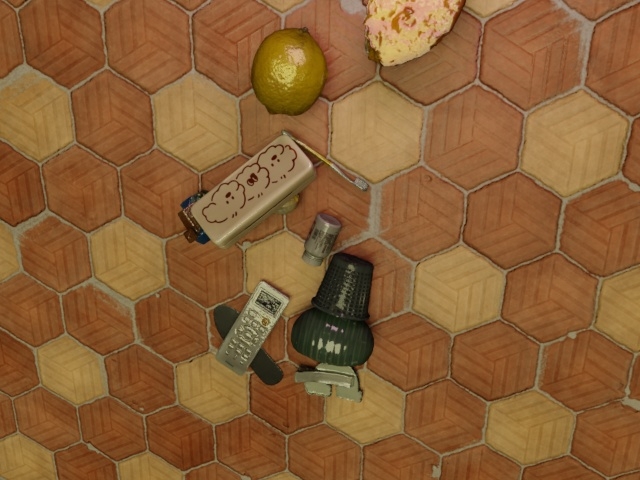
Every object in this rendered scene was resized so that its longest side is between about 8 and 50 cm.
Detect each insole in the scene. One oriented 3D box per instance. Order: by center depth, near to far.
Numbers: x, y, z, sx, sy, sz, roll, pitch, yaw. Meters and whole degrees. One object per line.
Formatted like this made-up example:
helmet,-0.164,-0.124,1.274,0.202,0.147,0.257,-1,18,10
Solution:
insole,-0.233,0.336,1.719,0.109,0.007,0.322,-35,99,16

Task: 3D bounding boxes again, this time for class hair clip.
hair clip,0.030,0.436,1.688,0.220,0.054,0.140,7,104,4

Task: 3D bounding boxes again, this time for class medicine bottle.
medicine bottle,0.000,0.000,1.534,0.079,0.079,0.140,24,111,1

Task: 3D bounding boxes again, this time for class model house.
model house,-0.340,-0.056,1.536,0.119,0.149,0.148,-29,103,16

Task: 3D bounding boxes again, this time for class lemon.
lemon,-0.078,-0.422,1.351,0.192,0.192,0.231,26,109,1

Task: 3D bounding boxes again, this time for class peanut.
peanut,-0.161,-0.108,1.522,0.206,0.087,0.087,-7,107,11

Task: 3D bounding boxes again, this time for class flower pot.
flower pot,0.036,0.283,1.562,0.243,0.189,0.157,15,75,4

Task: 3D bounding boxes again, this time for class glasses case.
glasses case,-0.178,-0.130,1.446,0.336,0.076,0.144,-40,72,-2

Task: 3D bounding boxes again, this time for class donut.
donut,0.177,-0.651,1.254,0.377,0.163,0.435,-30,99,16

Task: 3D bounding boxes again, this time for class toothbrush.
toothbrush,0.013,-0.224,1.491,0.288,0.021,0.024,35,99,-3

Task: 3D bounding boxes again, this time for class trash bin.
trash bin,0.077,0.125,1.526,0.175,0.175,0.161,17,100,4

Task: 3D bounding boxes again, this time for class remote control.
remote control,-0.212,0.275,1.671,0.109,0.055,0.313,33,103,5
